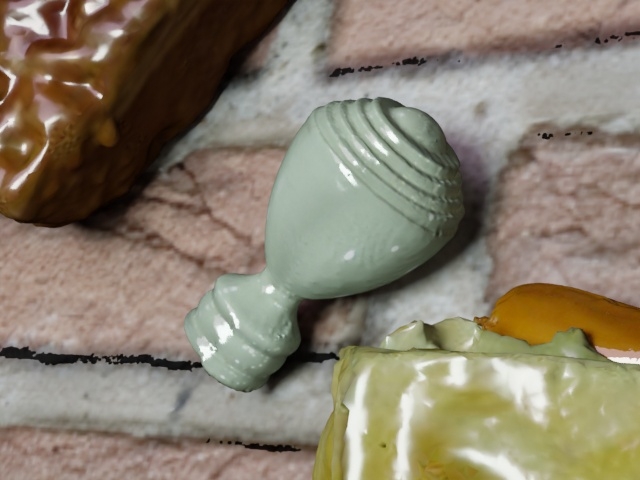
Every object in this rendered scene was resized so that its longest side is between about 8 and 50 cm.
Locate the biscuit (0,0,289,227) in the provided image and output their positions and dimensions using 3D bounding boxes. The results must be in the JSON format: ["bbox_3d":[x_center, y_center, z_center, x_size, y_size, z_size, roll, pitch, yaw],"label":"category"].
[{"bbox_3d":[-0.203,-0.227,1.168,0.395,0.166,0.342,40,94,25],"label":"biscuit"}]

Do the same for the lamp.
[{"bbox_3d":[0.000,0.000,0.986,0.193,0.106,0.106,-47,47,18],"label":"lamp"}]

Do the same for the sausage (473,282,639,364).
[{"bbox_3d":[0.154,0.062,0.861,0.183,0.054,0.062,15,96,37],"label":"sausage"}]

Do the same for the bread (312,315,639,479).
[{"bbox_3d":[0.090,0.159,0.741,0.196,0.238,0.252,8,87,-4],"label":"bread"}]
